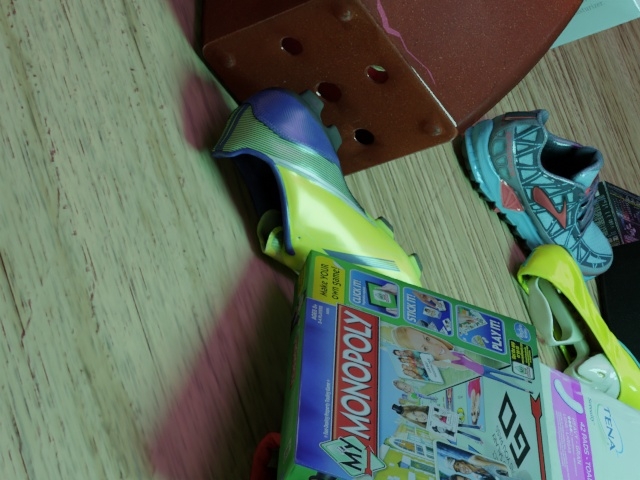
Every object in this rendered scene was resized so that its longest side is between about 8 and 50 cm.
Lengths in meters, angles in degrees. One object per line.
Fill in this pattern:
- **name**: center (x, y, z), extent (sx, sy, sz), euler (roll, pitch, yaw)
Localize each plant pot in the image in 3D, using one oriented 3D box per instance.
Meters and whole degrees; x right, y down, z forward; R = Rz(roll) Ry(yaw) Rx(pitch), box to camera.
- **plant pot**: center (0.043, -0.210, 1.771), extent (0.267, 0.267, 0.236), euler (51, 43, -26)
- **plant pot**: center (0.444, 0.110, 2.295), extent (0.187, 0.188, 0.167), euler (45, 46, -34)

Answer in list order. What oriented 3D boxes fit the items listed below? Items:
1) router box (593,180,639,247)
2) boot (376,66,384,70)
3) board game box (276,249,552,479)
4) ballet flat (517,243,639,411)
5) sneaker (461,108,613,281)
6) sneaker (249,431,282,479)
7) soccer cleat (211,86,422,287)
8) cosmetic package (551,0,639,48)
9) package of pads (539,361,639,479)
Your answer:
- **router box**: center (0.377, -0.017, 2.416), extent (0.122, 0.038, 0.092), euler (17, 53, -55)
- **boot**: center (0.076, -0.335, 1.957), extent (0.295, 0.211, 0.104), euler (60, 28, -11)
- **board game box**: center (0.077, 0.134, 1.547), extent (0.213, 0.046, 0.317), euler (20, 28, -9)
- **ballet flat**: center (0.285, 0.114, 2.124), extent (0.077, 0.077, 0.231), euler (-30, 92, -42)
- **sneaker**: center (0.271, -0.048, 2.159), extent (0.262, 0.125, 0.104), euler (43, 35, -36)
- **sneaker**: center (0.004, 0.184, 1.530), extent (0.118, 0.107, 0.279), euler (43, 28, -11)
- **soccer cleat**: center (-0.001, 0.000, 1.711), extent (0.121, 0.093, 0.289), euler (-45, 115, -30)
- **cosmetic package**: center (0.196, -0.445, 2.212), extent (0.453, 0.230, 0.161), euler (55, 45, -20)
- **package of pads**: center (0.280, 0.266, 1.898), extent (0.296, 0.101, 0.229), euler (27, 44, -34)
